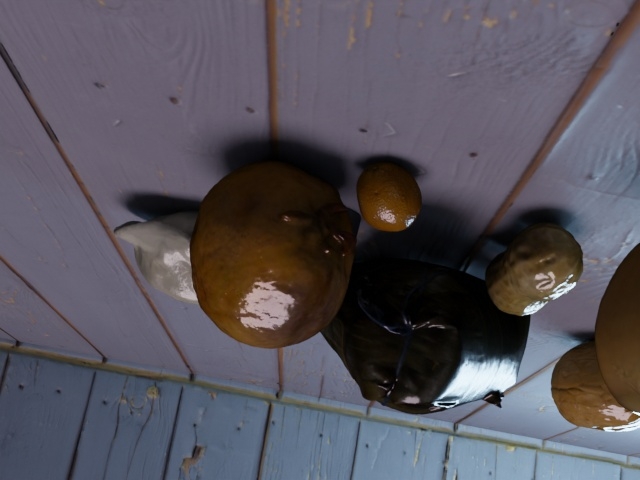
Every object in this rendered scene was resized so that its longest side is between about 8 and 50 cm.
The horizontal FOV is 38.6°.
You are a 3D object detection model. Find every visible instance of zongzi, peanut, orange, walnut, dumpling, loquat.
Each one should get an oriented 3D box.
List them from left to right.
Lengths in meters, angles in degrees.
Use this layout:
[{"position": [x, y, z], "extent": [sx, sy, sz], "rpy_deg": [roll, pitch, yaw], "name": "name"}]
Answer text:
[{"position": [-0.191, 0.021, 1.336], "extent": [0.250, 0.132, 0.162], "rpy_deg": [22, 175, 18], "name": "dumpling"}, {"position": [-0.062, 0.018, 1.090], "extent": [0.193, 0.238, 0.238], "rpy_deg": [17, 162, -26], "name": "loquat"}, {"position": [0.044, 0.105, 1.287], "extent": [0.432, 0.207, 0.403], "rpy_deg": [17, -176, 25], "name": "zongzi"}, {"position": [0.077, -0.050, 1.045], "extent": [0.085, 0.085, 0.085], "rpy_deg": [10, 162, 3], "name": "orange"}, {"position": [0.270, 0.040, 1.166], "extent": [0.103, 0.098, 0.229], "rpy_deg": [13, 164, -1], "name": "peanut"}, {"position": [0.497, 0.252, 1.591], "extent": [0.165, 0.165, 0.197], "rpy_deg": [24, 166, -36], "name": "walnut"}]

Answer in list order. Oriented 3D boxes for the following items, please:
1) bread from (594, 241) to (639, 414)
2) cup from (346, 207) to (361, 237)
[{"position": [0.497, 0.071, 0.871], "extent": [0.348, 0.252, 0.376], "rpy_deg": [19, 161, -33], "name": "bread"}, {"position": [0.000, 0.000, 1.233], "extent": [0.100, 0.077, 0.078], "rpy_deg": [-2, 158, 36], "name": "cup"}]
